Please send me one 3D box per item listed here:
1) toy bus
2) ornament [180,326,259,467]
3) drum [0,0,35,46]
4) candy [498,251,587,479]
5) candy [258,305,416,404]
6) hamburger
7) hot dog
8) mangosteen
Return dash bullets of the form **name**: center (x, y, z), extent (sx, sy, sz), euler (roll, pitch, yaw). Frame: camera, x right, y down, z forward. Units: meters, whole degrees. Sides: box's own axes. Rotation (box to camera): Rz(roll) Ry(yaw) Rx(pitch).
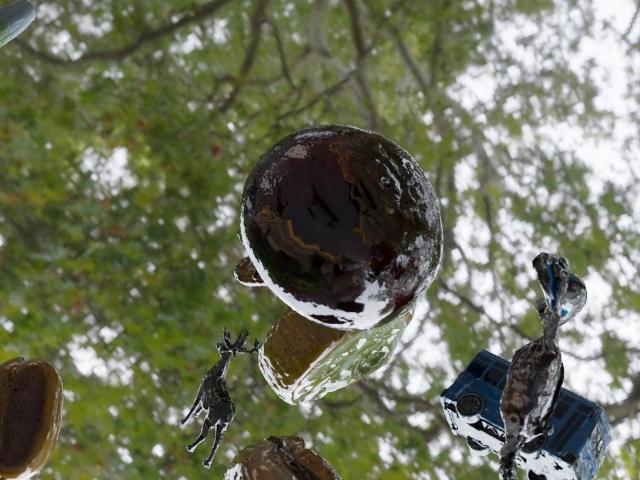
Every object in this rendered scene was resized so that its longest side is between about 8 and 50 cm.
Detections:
- **toy bus**: center (0.239, 0.208, 1.449), extent (0.184, 0.090, 0.106), euler (26, -119, 36)
- **ornament**: center (-0.087, 0.132, 1.118), extent (0.125, 0.028, 0.073), euler (-60, -149, 26)
- **drum**: center (-0.355, -0.159, 1.118), extent (0.049, 0.130, 0.253), euler (15, -121, 30)
- **candy**: center (0.192, 0.123, 1.161), extent (0.051, 0.094, 0.226), euler (12, -93, 32)
- **candy**: center (0.026, 0.139, 1.887), extent (0.260, 0.260, 0.118), euler (-39, -111, -8)
- **hamburger**: center (-0.040, 0.372, 1.598), extent (0.146, 0.286, 0.243), euler (-19, -138, -20)
- **hot dog**: center (-0.294, 0.182, 1.219), extent (0.089, 0.060, 0.140), euler (6, -105, 4)
- **mangosteen**: center (0.000, 0.000, 1.404), extent (0.261, 0.235, 0.235), euler (-34, -145, 35)
